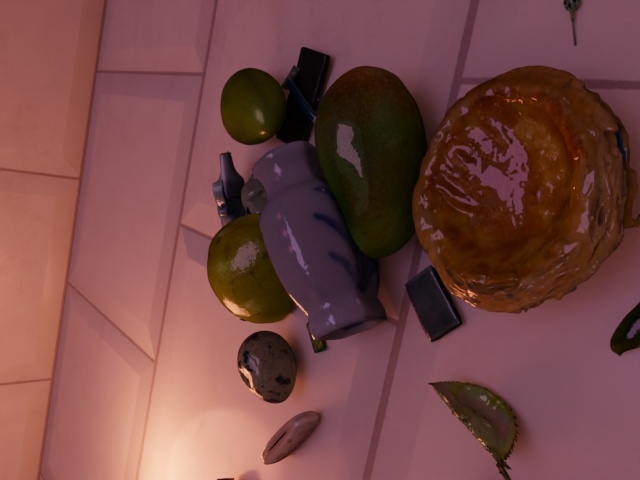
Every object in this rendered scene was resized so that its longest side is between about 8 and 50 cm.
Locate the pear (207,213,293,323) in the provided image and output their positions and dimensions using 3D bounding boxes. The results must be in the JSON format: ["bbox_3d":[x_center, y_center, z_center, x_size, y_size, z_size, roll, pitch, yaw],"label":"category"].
[{"bbox_3d":[-0.168,0.066,1.360,0.239,0.139,0.288,-37,78,43],"label":"pear"}]

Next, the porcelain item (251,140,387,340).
[{"bbox_3d":[0.000,0.000,1.176,0.178,0.242,0.405,-28,70,19],"label":"porcelain item"}]

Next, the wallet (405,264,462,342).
[{"bbox_3d":[0.218,0.123,1.078,0.088,0.026,0.129,-46,56,40],"label":"wallet"}]

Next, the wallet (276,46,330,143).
[{"bbox_3d":[-0.046,-0.359,1.408,0.124,0.025,0.244,36,116,45],"label":"wallet"}]

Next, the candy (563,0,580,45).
[{"bbox_3d":[0.416,-0.362,0.910,0.023,0.025,0.083,170,92,-75],"label":"candy"}]

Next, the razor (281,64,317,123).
[{"bbox_3d":[-0.048,-0.348,1.359,0.068,0.037,0.191,-52,51,34],"label":"razor"}]

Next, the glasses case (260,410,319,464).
[{"bbox_3d":[-0.075,0.474,1.331,0.204,0.081,0.051,-55,52,31],"label":"glasses case"}]

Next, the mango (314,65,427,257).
[{"bbox_3d":[0.101,-0.156,1.082,0.201,0.225,0.382,-11,80,43],"label":"mango"}]

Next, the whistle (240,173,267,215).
[{"bbox_3d":[-0.144,-0.078,1.437,0.106,0.102,0.253,-25,53,-1],"label":"whistle"}]

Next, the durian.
[{"bbox_3d":[0.273,0.317,0.946,0.215,0.100,0.086,46,123,47],"label":"durian"}]

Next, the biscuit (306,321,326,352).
[{"bbox_3d":[-0.011,0.226,1.327,0.046,0.016,0.089,-38,60,39],"label":"biscuit"}]

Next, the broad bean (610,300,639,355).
[{"bbox_3d":[0.478,0.066,0.789,0.069,0.039,0.227,23,103,40],"label":"broad bean"}]

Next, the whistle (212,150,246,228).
[{"bbox_3d":[-0.245,-0.109,1.526,0.093,0.180,0.269,-7,101,8],"label":"whistle"}]

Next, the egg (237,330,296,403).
[{"bbox_3d":[-0.129,0.310,1.359,0.141,0.141,0.181,-39,69,39],"label":"egg"}]

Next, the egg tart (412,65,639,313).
[{"bbox_3d":[0.317,-0.072,0.885,0.388,0.169,0.388,-9,78,50],"label":"egg tart"}]

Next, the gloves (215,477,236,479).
[{"bbox_3d":[-0.253,0.717,1.498,0.110,0.094,0.144,12,73,24],"label":"gloves"}]

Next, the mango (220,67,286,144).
[{"bbox_3d":[-0.168,-0.331,1.405,0.343,0.156,0.192,-125,44,-63],"label":"mango"}]
